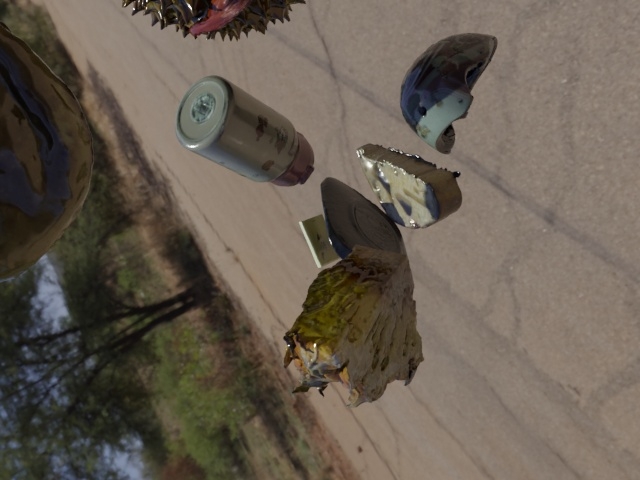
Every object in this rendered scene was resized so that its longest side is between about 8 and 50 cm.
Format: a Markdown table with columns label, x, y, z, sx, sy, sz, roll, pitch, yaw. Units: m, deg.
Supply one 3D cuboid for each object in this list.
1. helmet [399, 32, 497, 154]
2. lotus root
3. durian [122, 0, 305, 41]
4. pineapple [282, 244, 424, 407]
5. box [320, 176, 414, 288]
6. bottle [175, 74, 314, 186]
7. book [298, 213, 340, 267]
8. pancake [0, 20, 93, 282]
| label | x | y | z | sx | sy | sz | roll | pitch | yaw |
| --- | --- | --- | --- | --- | --- | --- | --- | --- | --- |
| helmet | 0.174 | -0.224 | 0.941 | 0.107 | 0.177 | 0.153 | 22 | 161 | 10 |
| lotus root | 0.189 | -0.108 | 1.402 | 0.260 | 0.074 | 0.170 | 24 | 137 | 48 |
| durian | -0.147 | -0.396 | 0.726 | 0.348 | 0.347 | 0.384 | 50 | -172 | 38 |
| pineapple | 0.047 | 0.101 | 0.763 | 0.114 | 0.186 | 0.236 | 14 | 174 | 25 |
| box | 0.081 | -0.013 | 1.098 | 0.212 | 0.042 | 0.201 | 34 | -149 | -32 |
| bottle | -0.097 | -0.147 | 0.961 | 0.233 | 0.110 | 0.110 | 22 | -154 | -54 |
| book | 0.000 | 0.000 | 1.443 | 0.014 | 0.077 | 0.111 | -25 | 88 | 40 |
| pancake | -0.354 | -0.080 | 0.577 | 0.049 | 0.294 | 0.295 | 31 | 144 | 62 |
